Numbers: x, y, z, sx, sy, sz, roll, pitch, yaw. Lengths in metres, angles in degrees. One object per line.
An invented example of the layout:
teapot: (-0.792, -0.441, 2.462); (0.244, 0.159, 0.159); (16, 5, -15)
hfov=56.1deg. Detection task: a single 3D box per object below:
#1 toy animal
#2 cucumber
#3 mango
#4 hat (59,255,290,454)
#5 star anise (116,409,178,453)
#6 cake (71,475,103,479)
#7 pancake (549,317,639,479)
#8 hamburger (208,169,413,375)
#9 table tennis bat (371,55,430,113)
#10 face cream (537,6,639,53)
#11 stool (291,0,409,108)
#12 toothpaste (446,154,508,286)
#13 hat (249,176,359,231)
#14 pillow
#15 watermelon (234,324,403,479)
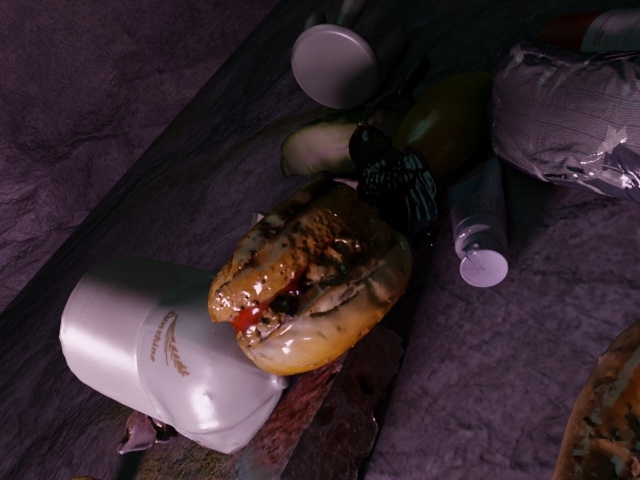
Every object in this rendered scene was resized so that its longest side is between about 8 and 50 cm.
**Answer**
toy animal: (0.078, -0.056, 0.772); (0.116, 0.180, 0.218); (-39, 4, -12)
cucumber: (0.035, -0.168, 1.032); (0.145, 0.105, 0.325); (-23, 12, -28)
mango: (0.189, -0.172, 0.867); (0.233, 0.111, 0.125); (-42, 36, -18)
hat: (-0.191, 0.129, 0.809); (0.168, 0.301, 0.258); (151, 140, -70)
star anise: (-0.236, 0.248, 0.970); (0.171, 0.063, 0.208); (-32, 27, 18)
cake: (-0.351, 0.395, 0.910); (0.084, 0.084, 0.044); (-31, 28, 29)
pancake: (0.284, 0.146, 0.344); (0.356, 0.065, 0.356); (-36, 25, 20)
hamburger: (-0.015, 0.046, 0.693); (0.244, 0.163, 0.244); (-48, 0, 0)
table tennis bat: (0.137, -0.256, 1.146); (0.236, 0.027, 0.150); (-56, 28, -12)
face cream: (0.356, -0.220, 0.696); (0.096, 0.096, 0.214); (-47, 27, -1)
stool: (0.058, -0.418, 1.290); (0.195, 0.195, 0.199); (-19, 37, 43)
toothpaste: (0.193, -0.036, 0.740); (0.089, 0.057, 0.234); (-33, 24, 28)
hat: (-0.020, -0.020, 0.998); (0.225, 0.164, 0.219); (-7, 7, -5)
pillow: (0.283, -0.142, 0.670); (0.335, 0.092, 0.162); (-135, 58, -64)
watermelon: (0.007, 0.191, 0.680); (0.241, 0.094, 0.154); (-56, 19, -20)
